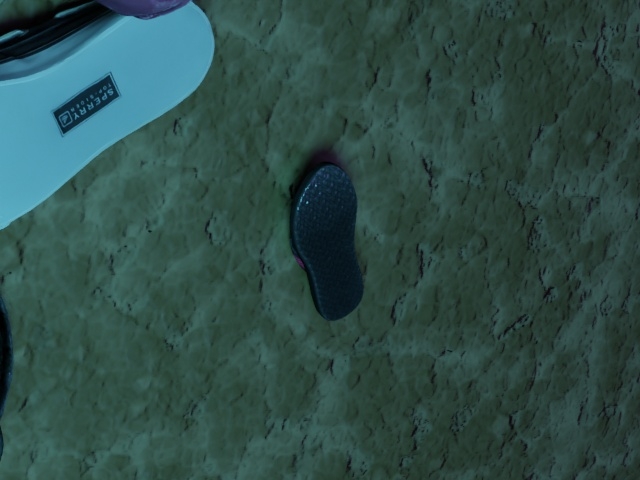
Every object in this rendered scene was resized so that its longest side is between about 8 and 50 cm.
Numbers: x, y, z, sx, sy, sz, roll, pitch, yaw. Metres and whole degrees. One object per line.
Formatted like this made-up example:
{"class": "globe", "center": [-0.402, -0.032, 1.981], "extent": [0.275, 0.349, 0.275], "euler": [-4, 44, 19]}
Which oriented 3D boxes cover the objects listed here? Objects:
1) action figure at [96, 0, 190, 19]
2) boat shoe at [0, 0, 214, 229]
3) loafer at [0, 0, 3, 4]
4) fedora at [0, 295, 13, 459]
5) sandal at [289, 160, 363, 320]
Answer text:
{"class": "action figure", "center": [-0.163, -0.198, 1.001], "extent": [0.370, 0.248, 0.276], "euler": [8, 97, -49]}
{"class": "boat shoe", "center": [-0.222, -0.098, 1.116], "extent": [0.306, 0.105, 0.113], "euler": [-39, 124, -27]}
{"class": "loafer", "center": [-0.282, -0.152, 1.081], "extent": [0.148, 0.056, 0.050], "euler": [-48, 130, -25]}
{"class": "fedora", "center": [-0.343, 0.125, 1.083], "extent": [0.334, 0.152, 0.334], "euler": [-16, 118, -32]}
{"class": "sandal", "center": [0.000, 0.000, 1.381], "extent": [0.067, 0.040, 0.179], "euler": [-30, 139, -19]}
